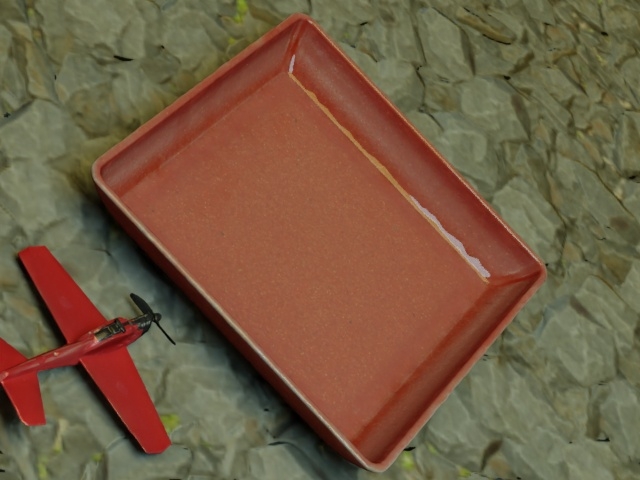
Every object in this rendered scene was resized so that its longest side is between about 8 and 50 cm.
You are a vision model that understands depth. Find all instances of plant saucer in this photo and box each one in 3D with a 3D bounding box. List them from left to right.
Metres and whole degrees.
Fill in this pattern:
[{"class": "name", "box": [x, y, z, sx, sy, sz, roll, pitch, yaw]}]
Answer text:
[{"class": "plant saucer", "box": [0.000, 0.000, 1.166, 0.259, 0.048, 0.258, 46, 44, 1]}]

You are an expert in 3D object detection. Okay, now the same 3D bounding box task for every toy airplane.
[{"class": "toy airplane", "box": [-0.147, 0.064, 1.021, 0.151, 0.028, 0.151, 20, 48, -24]}]
